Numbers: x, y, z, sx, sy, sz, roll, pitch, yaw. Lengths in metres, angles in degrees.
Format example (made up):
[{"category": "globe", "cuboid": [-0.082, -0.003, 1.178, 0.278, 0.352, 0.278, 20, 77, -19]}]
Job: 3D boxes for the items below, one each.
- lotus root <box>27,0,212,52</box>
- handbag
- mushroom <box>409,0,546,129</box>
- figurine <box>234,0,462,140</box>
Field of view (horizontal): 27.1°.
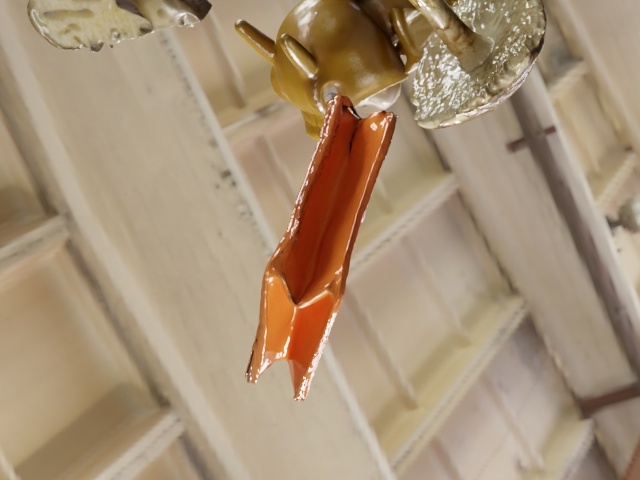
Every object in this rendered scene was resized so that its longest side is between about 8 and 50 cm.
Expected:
[{"category": "lotus root", "cuboid": [-0.297, -0.349, 1.840, 0.170, 0.261, 0.074, 61, -143, -26]}, {"category": "handbag", "cuboid": [0.000, 0.000, 2.006, 0.116, 0.303, 0.410, 18, -132, 1]}, {"category": "mushroom", "cuboid": [0.180, -0.308, 1.751, 0.233, 0.208, 0.301, 37, 150, 55]}, {"category": "figurine", "cuboid": [0.066, -0.400, 2.348, 0.387, 0.268, 0.401, -42, -84, -15]}]
